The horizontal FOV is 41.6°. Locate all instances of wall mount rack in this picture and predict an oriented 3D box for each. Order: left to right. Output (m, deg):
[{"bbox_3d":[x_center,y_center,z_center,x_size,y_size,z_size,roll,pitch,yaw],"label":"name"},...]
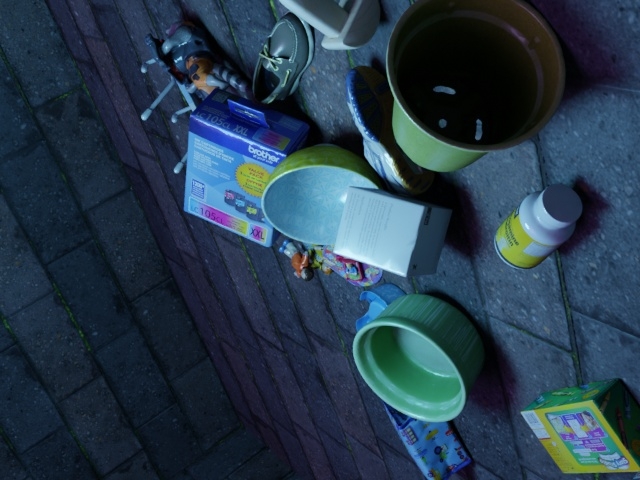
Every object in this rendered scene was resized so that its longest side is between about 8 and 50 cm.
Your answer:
[{"bbox_3d":[-0.426,-0.381,2.468,0.304,0.131,0.350,-108,-7,-48],"label":"wall mount rack"}]

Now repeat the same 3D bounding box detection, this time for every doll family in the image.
[{"bbox_3d":[0.000,0.000,2.322,0.163,0.118,0.263,51,139,30],"label":"doll family"}]

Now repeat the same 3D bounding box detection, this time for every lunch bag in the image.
[{"bbox_3d":[0.276,0.557,2.465,0.220,0.138,0.293,59,166,-12],"label":"lunch bag"}]

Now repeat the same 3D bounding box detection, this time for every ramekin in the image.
[{"bbox_3d":[0.243,0.273,2.021,0.304,0.148,0.303,24,136,25],"label":"ramekin"}]

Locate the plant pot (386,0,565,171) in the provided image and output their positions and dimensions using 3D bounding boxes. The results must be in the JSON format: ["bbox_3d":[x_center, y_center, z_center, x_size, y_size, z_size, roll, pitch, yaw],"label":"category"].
[{"bbox_3d":[0.227,-0.237,1.396,0.276,0.276,0.254,54,169,8],"label":"plant pot"}]

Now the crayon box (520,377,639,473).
[{"bbox_3d":[0.553,0.388,1.735,0.165,0.081,0.278,55,157,3],"label":"crayon box"}]

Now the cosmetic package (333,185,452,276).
[{"bbox_3d":[0.154,-0.021,1.782,0.184,0.151,0.151,19,100,29],"label":"cosmetic package"}]

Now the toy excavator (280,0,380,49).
[{"bbox_3d":[-0.084,-0.582,1.520,0.222,0.433,0.444,18,108,55],"label":"toy excavator"}]

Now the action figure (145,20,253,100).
[{"bbox_3d":[-0.314,-0.469,2.323,0.330,0.179,0.341,56,-173,17],"label":"action figure"}]

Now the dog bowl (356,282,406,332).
[{"bbox_3d":[0.181,0.224,2.266,0.166,0.074,0.297,45,155,25],"label":"dog bowl"}]

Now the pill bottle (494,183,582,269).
[{"bbox_3d":[0.388,-0.026,1.499,0.103,0.103,0.184,51,156,13],"label":"pill bottle"}]

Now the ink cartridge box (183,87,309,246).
[{"bbox_3d":[-0.191,-0.204,2.138,0.270,0.151,0.395,23,135,9],"label":"ink cartridge box"}]

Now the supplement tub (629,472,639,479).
[{"bbox_3d":[0.615,0.588,1.625,0.191,0.272,0.191,43,153,29],"label":"supplement tub"}]

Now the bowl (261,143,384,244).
[{"bbox_3d":[0.012,-0.135,1.994,0.289,0.290,0.156,90,-176,-52],"label":"bowl"}]

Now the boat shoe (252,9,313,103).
[{"bbox_3d":[-0.094,-0.417,1.959,0.109,0.091,0.305,52,156,11],"label":"boat shoe"}]

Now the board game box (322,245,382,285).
[{"bbox_3d":[0.077,0.072,2.226,0.169,0.033,0.133,37,139,-8],"label":"board game box"}]

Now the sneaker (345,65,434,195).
[{"bbox_3d":[0.119,-0.220,1.772,0.296,0.112,0.131,63,157,-12],"label":"sneaker"}]
